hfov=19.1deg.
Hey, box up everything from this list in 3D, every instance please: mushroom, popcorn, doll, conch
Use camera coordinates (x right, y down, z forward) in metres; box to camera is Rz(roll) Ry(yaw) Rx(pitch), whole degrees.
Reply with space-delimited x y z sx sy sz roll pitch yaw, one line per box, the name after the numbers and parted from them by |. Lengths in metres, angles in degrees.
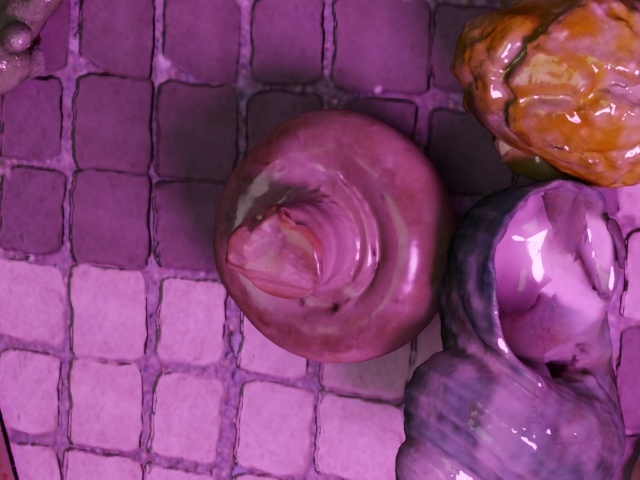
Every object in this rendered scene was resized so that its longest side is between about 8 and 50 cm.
0.000 0.000 1.484 0.204 0.204 0.204 3 97 24 | mushroom
0.188 -0.140 1.392 0.198 0.198 0.212 -19 81 25 | popcorn
-0.256 -0.185 1.649 0.150 0.077 0.115 -50 31 16 | doll
0.147 0.097 1.417 0.195 0.220 0.277 39 91 35 | conch

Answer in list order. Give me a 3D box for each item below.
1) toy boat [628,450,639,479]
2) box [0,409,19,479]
0.333 0.262 1.425 0.111 0.084 0.276 -43 79 25 | toy boat
-0.368 0.266 1.747 0.198 0.084 0.310 -16 89 25 | box
